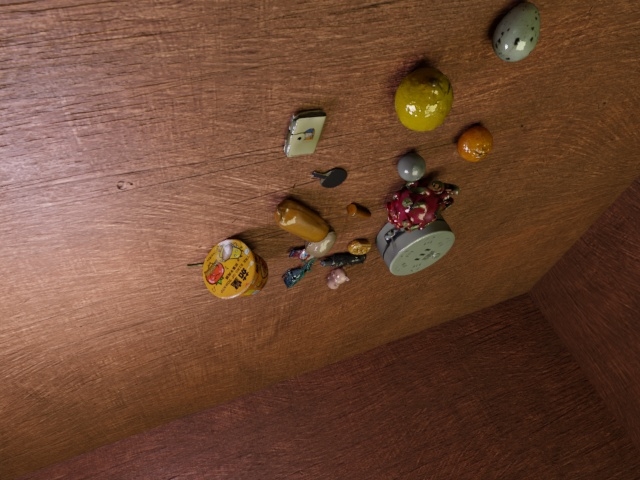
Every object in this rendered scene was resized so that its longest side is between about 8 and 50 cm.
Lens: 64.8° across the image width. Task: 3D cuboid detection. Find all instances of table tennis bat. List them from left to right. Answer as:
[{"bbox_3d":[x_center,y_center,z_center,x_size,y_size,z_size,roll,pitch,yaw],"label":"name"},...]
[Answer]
[{"bbox_3d":[0.031,-0.222,1.771,0.158,0.014,0.095,5,140,-45],"label":"table tennis bat"}]

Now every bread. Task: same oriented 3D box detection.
[{"bbox_3d":[0.174,0.030,2.262,0.110,0.044,0.083,3,144,-39],"label":"bread"}]

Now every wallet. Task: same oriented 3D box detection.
[{"bbox_3d":[-0.051,-0.322,1.521,0.110,0.039,0.155,-14,149,-27],"label":"wallet"}]

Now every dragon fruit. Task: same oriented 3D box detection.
[{"bbox_3d":[0.401,-0.145,2.029,0.272,0.219,0.198,-19,-165,-22],"label":"dragon fruit"}]

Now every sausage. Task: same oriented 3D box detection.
[{"bbox_3d":[-0.083,-0.075,1.827,0.112,0.112,0.328,-36,149,17],"label":"sausage"}]

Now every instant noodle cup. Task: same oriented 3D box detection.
[{"bbox_3d":[-0.302,0.117,1.875,0.215,0.216,0.172,-32,159,11],"label":"instant noodle cup"}]

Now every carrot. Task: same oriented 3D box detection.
[{"bbox_3d":[0.164,-0.110,2.023,0.048,0.048,0.139,-41,148,25],"label":"carrot"}]

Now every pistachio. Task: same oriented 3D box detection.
[{"bbox_3d":[0.000,0.000,2.014,0.113,0.113,0.149,11,125,-47],"label":"pistachio"}]

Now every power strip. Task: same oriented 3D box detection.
[{"bbox_3d":[0.423,0.006,2.297,0.357,0.162,0.358,-19,150,-12],"label":"power strip"}]

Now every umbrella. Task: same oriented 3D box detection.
[{"bbox_3d":[0.103,0.087,2.285,0.235,0.059,0.066,-4,121,-31],"label":"umbrella"}]

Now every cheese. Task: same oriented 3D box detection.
[{"bbox_3d":[-0.068,0.052,2.109,0.145,0.038,0.095,-1,143,-39],"label":"cheese"}]

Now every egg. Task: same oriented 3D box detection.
[{"bbox_3d":[0.575,-0.609,1.477,0.131,0.131,0.164,0,118,-38],"label":"egg"}]

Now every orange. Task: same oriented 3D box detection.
[{"bbox_3d":[0.581,-0.356,1.886,0.135,0.118,0.136,-18,157,-8],"label":"orange"}]

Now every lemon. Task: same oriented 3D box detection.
[{"bbox_3d":[0.311,-0.421,1.515,0.180,0.181,0.193,-35,149,16],"label":"lemon"}]

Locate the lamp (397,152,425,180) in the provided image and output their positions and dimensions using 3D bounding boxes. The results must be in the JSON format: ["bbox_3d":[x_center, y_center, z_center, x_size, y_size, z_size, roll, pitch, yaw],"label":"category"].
[{"bbox_3d":[0.334,-0.268,1.847,0.105,0.105,0.105,-19,150,-12],"label":"lamp"}]

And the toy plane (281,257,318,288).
[{"bbox_3d":[-0.095,0.147,2.223,0.096,0.060,0.235,-6,149,-45],"label":"toy plane"}]

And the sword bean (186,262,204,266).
[{"bbox_3d":[-0.461,0.091,1.890,0.083,0.012,0.012,-7,146,-33],"label":"sword bean"}]

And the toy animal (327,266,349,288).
[{"bbox_3d":[0.078,0.180,2.394,0.089,0.084,0.150,-17,164,-42],"label":"toy animal"}]
